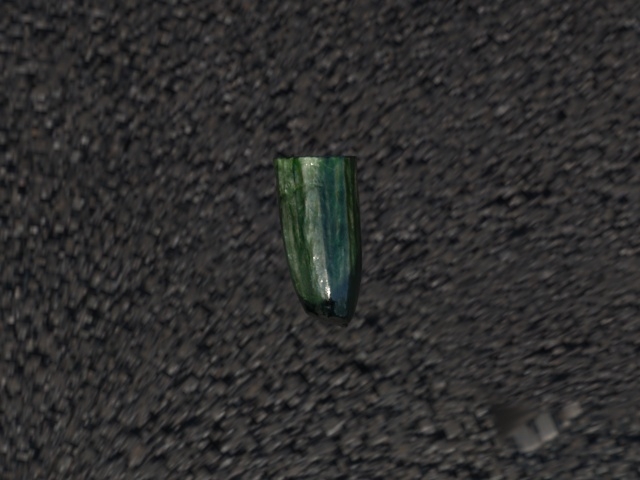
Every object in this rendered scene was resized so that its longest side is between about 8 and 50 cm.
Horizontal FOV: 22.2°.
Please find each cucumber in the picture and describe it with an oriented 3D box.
[{"bbox_3d":[0.000,0.000,0.916,0.048,0.048,0.105,-8,103,-13],"label":"cucumber"}]
